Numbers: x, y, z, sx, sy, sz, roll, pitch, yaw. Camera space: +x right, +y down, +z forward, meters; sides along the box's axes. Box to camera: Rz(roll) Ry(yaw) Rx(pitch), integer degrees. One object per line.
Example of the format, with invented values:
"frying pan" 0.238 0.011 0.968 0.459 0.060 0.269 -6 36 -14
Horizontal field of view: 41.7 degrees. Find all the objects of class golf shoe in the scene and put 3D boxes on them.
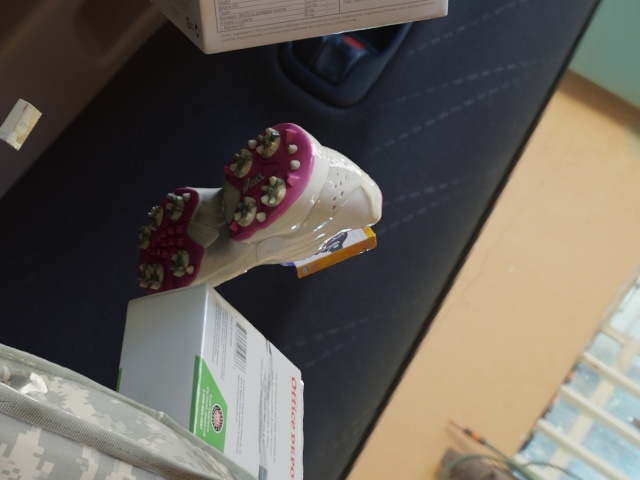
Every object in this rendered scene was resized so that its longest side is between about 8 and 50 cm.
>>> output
"golf shoe" -0.069 -0.005 0.824 0.140 0.115 0.306 15 154 -38

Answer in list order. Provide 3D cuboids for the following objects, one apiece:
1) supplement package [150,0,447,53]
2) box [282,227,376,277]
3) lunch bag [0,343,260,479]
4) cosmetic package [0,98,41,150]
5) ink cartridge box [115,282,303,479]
"supplement package" -0.033 -0.304 0.622 0.198 0.199 0.262 -14 122 -18
"box" 0.000 0.000 1.177 0.136 0.081 0.028 -23 138 -10
"lunch bag" -0.194 0.193 0.495 0.235 0.169 0.287 -59 146 -10
"cosmetic package" -0.765 -0.293 2.133 0.115 0.041 0.060 -61 161 -9
"ink cartridge box" -0.095 0.157 0.778 0.208 0.087 0.153 53 30 -50
